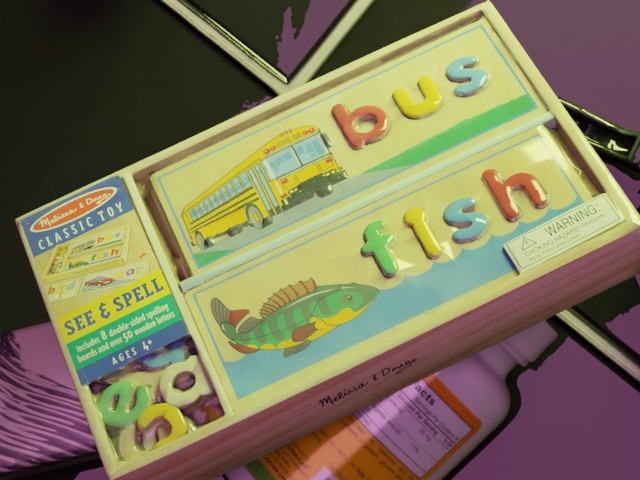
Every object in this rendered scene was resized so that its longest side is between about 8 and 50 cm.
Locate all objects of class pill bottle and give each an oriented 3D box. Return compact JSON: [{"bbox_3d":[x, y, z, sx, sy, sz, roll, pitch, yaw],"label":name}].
[{"bbox_3d":[0.053,0.119,1.358,0.245,0.136,0.136,-44,79,2],"label":"pill bottle"}]

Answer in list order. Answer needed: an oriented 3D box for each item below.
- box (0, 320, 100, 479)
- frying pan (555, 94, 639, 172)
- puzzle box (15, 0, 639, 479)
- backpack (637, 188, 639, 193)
[{"bbox_3d":[-0.201,0.120,1.421,0.275,0.094,0.113,-15,80,8],"label":"box"},{"bbox_3d":[0.301,-0.066,1.387,0.197,0.053,0.326,-41,82,2],"label":"frying pan"},{"bbox_3d":[0.000,0.000,1.331,0.409,0.052,0.272,-26,48,-3],"label":"puzzle box"},{"bbox_3d":[0.294,-0.040,1.299,0.098,0.120,0.101,-45,80,2],"label":"backpack"}]
